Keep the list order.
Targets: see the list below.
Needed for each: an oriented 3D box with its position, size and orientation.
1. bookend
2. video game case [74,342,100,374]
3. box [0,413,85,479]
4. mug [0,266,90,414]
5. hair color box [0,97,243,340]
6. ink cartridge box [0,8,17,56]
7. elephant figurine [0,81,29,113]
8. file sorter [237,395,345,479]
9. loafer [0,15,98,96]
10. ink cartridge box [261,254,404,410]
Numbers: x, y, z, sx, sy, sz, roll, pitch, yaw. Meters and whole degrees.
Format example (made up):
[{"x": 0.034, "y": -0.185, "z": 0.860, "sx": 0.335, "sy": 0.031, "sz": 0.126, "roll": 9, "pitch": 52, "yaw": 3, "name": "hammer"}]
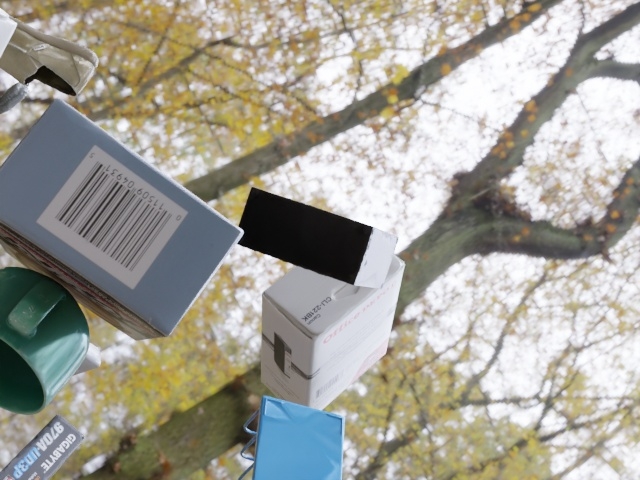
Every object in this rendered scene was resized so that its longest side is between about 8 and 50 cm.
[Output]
[{"x": 0.000, "y": 0.000, "z": 1.165, "sx": 0.156, "sy": 0.157, "sz": 0.072, "roll": 19, "pitch": -89, "yaw": 17, "name": "bookend"}, {"x": -0.512, "y": 0.159, "z": 1.273, "sx": 0.300, "sy": 0.329, "sz": 0.036, "roll": 56, "pitch": 17, "yaw": -59, "name": "video game case"}, {"x": -0.400, "y": 0.332, "z": 1.164, "sx": 0.051, "sy": 0.220, "sz": 0.175, "roll": 42, "pitch": -61, "yaw": -3, "name": "box"}, {"x": -0.278, "y": 0.088, "z": 0.909, "sx": 0.158, "sy": 0.097, "sz": 0.129, "roll": -3, "pitch": -54, "yaw": 34, "name": "mug"}, {"x": -0.209, "y": 0.002, "z": 0.922, "sx": 0.185, "sy": 0.113, "sz": 0.374, "roll": 36, "pitch": -13, "yaw": -8, "name": "hair color box"}, {"x": -0.410, "y": -0.113, "z": 0.785, "sx": 0.115, "sy": 0.198, "sz": 0.272, "roll": 37, "pitch": -77, "yaw": 23, "name": "ink cartridge box"}, {"x": -0.527, "y": -0.202, "z": 1.207, "sx": 0.239, "sy": 0.186, "sz": 0.169, "roll": 48, "pitch": -64, "yaw": 32, "name": "elephant figurine"}, {"x": -0.047, "y": 0.313, "z": 1.247, "sx": 0.104, "sy": 0.118, "sz": 0.170, "roll": 128, "pitch": -26, "yaw": -48, "name": "file sorter"}, {"x": -0.291, "y": -0.181, "z": 0.927, "sx": 0.056, "sy": 0.148, "sz": 0.050, "roll": -26, "pitch": -125, "yaw": 61, "name": "loafer"}, {"x": 0.014, "y": 0.131, "z": 1.474, "sx": 0.114, "sy": 0.197, "sz": 0.272, "roll": 40, "pitch": -29, "yaw": 22, "name": "ink cartridge box"}]
